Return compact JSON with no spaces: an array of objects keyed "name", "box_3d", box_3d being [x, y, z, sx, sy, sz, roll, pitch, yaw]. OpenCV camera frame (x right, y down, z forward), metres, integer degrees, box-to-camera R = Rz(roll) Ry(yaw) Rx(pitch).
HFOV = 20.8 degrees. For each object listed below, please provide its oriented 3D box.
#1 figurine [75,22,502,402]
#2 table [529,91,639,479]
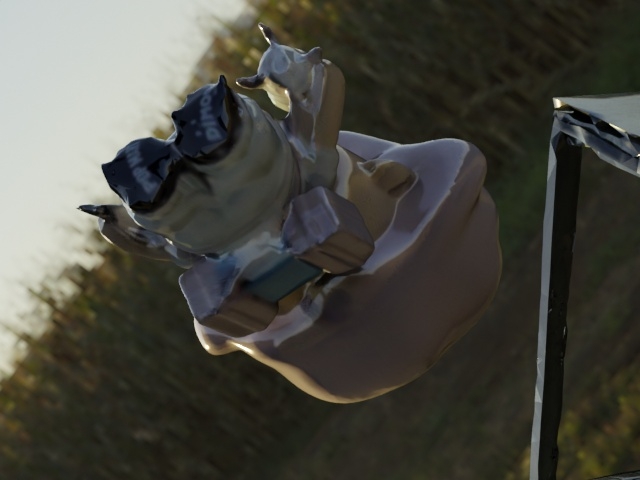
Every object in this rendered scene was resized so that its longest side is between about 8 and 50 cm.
[{"name":"figurine","box_3d":[0.000,0.000,0.676,0.137,0.112,0.229,-40,-29,9]},{"name":"table","box_3d":[0.316,0.064,0.968,0.222,0.335,0.272,-141,49,-62]}]
